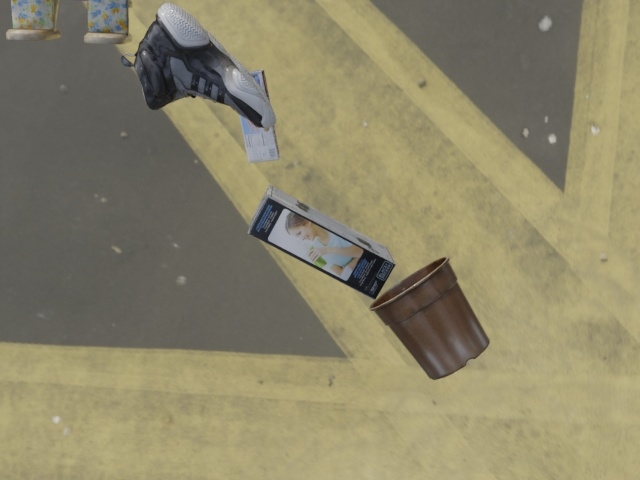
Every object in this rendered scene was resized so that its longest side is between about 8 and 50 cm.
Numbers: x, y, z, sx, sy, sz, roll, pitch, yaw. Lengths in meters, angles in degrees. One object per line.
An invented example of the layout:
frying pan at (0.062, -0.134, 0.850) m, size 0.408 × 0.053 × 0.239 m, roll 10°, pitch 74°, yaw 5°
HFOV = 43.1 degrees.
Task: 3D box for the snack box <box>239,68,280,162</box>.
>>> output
snack box at (-0.127, -0.243, 1.596) m, size 0.064 × 0.022 × 0.178 m, roll -5°, pitch 110°, yaw 15°

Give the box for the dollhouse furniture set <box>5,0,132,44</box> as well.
dollhouse furniture set at (-0.337, -0.503, 1.317) m, size 0.394 × 0.256 × 0.362 m, roll 1°, pitch 105°, yaw -6°

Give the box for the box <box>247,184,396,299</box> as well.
box at (0.000, 0.000, 1.651) m, size 0.290 × 0.169 × 0.087 m, roll 28°, pitch 99°, yaw -8°

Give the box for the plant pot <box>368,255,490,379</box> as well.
plant pot at (0.196, 0.140, 1.400) m, size 0.167 × 0.167 × 0.165 m, roll -33°, pitch 90°, yaw 6°

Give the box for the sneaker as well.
sneaker at (-0.208, -0.259, 1.376) m, size 0.153 × 0.268 × 0.101 m, roll -41°, pitch 22°, yaw 13°
